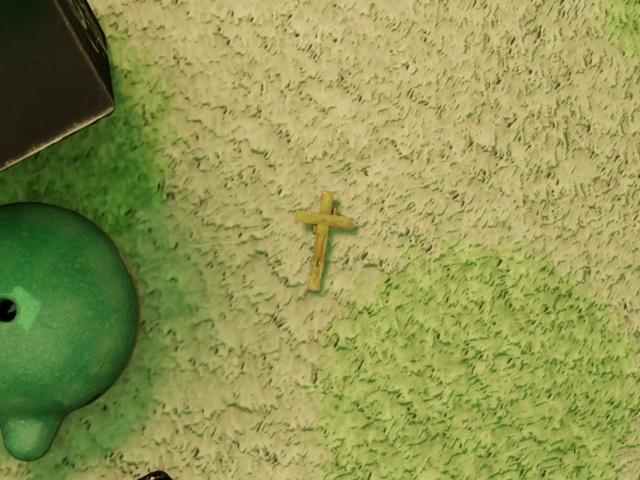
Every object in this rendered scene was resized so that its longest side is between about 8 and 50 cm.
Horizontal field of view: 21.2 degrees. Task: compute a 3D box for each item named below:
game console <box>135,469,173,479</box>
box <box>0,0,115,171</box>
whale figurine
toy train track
[{"bbox_3d":[-0.153,0.255,1.375,0.122,0.107,0.071,-28,58,-1],"label":"game console"},{"bbox_3d":[-0.308,-0.229,1.238,0.179,0.312,0.343,-28,108,-1],"label":"box"},{"bbox_3d":[-0.278,0.079,1.351,0.272,0.141,0.216,-26,86,1],"label":"whale figurine"},{"bbox_3d":[0.000,0.000,1.413,0.048,0.014,0.083,8,93,-5],"label":"toy train track"}]
